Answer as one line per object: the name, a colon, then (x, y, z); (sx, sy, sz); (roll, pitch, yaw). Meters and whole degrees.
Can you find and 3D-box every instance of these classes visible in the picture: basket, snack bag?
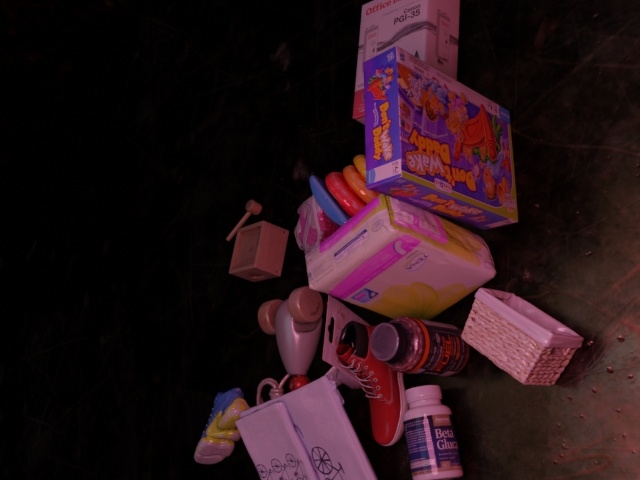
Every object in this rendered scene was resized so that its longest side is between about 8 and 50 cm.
basket: (0.342, 0.167, 1.182); (0.167, 0.113, 0.103); (37, 109, 47)
snack bag: (-0.022, 0.479, 1.460); (0.343, 0.037, 0.322); (-33, 78, 41)

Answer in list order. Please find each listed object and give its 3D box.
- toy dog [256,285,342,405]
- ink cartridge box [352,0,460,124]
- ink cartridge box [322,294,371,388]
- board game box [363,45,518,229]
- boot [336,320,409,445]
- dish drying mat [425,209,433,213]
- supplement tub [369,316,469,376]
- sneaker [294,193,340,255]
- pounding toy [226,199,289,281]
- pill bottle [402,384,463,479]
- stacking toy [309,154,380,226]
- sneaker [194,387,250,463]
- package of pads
toy dog: (-0.023, 0.259, 1.564); (0.220, 0.161, 0.333); (10, 102, 46)
ink cartridge box: (0.188, -0.404, 1.509); (0.207, 0.117, 0.282); (-7, 74, 47)
ink cartridge box: (0.043, 0.215, 1.426); (0.045, 0.179, 0.145); (-14, 55, 32)
board game box: (0.223, -0.169, 1.231); (0.078, 0.347, 0.233); (-16, 68, 44)
boot: (0.093, 0.287, 1.373); (0.089, 0.176, 0.244); (-11, 73, 43)
dish drying mat: (0.233, -0.089, 1.452); (0.032, 0.008, 0.083); (14, 90, 50)
supplement tub: (0.183, 0.198, 1.282); (0.106, 0.198, 0.105); (-15, 69, 45)
sneaker: (0.000, 0.000, 1.625); (0.111, 0.103, 0.252); (-31, 51, 44)
pounding toy: (-0.167, 0.000, 1.812); (0.181, 0.094, 0.205); (-15, 59, 50)
pill bottle: (0.206, 0.363, 1.288); (0.094, 0.094, 0.169); (-28, 60, 40)
stacking toy: (0.142, -0.156, 1.484); (0.302, 0.166, 0.175); (-46, 58, 15)
sneaker: (-0.254, 0.477, 1.788); (0.240, 0.091, 0.126); (-50, 29, 26)
package of pads: (0.156, 0.042, 1.283); (0.229, 0.297, 0.101); (-40, 44, 34)
